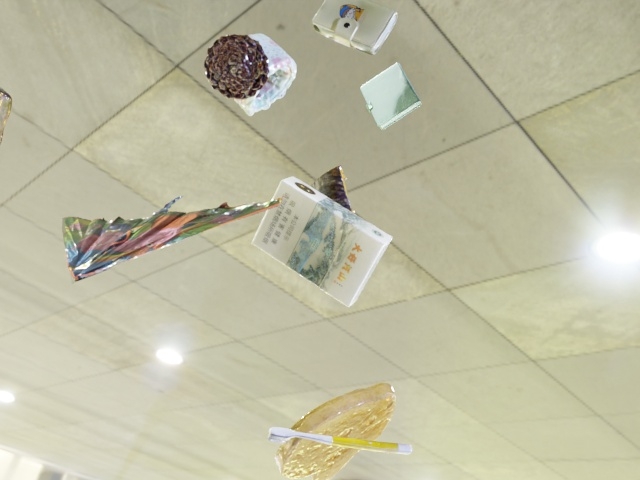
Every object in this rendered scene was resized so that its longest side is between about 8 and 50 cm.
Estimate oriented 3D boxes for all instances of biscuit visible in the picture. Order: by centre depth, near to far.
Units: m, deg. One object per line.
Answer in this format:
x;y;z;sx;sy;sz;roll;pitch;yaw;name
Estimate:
0.034;0.478;1.524;0.343;0.057;0.287;-14;132;-34;biscuit

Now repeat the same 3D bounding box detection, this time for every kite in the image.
-0.208;-0.011;0.717;0.321;0.234;0.016;-5;112;20;kite

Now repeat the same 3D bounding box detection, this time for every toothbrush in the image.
0.040;0.380;1.173;0.288;0.021;0.024;12;125;-16;toothbrush

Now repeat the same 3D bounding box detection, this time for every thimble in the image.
-0.187;-0.479;1.814;0.149;0.185;0.211;45;106;11;thimble

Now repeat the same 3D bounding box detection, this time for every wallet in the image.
0.071;-0.464;1.329;0.155;0.110;0.039;28;169;16;wallet

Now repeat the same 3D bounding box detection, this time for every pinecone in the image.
-0.209;-0.437;1.573;0.163;0.165;0.163;-1;106;-5;pinecone

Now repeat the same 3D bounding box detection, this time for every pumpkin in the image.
0.045;-0.039;1.580;0.111;0.163;0.278;-19;150;2;pumpkin

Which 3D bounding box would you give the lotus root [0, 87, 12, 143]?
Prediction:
-0.369;-0.109;0.385;0.142;0.210;0.314;28;165;18;lotus root

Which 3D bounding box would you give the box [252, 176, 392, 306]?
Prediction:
0.000;0.000;1.324;0.256;0.069;0.164;32;113;12;box

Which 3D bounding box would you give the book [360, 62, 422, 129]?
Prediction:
0.142;-0.299;1.298;0.103;0.135;0.017;-32;141;16;book
